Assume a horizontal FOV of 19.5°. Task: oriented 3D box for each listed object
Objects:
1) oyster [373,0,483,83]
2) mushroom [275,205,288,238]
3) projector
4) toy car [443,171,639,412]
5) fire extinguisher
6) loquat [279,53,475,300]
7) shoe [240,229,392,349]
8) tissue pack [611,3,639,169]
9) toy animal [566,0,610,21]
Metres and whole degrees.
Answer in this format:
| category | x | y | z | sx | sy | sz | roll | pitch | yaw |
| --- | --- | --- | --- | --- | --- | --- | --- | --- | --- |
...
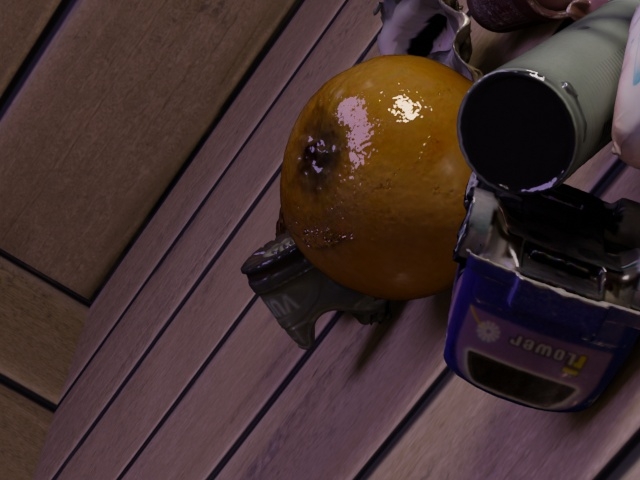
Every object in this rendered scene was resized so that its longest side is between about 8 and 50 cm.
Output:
| category | x | y | z | sx | sy | sz | roll | pitch | yaw |
| --- | --- | --- | --- | --- | --- | --- | --- | --- | --- |
| oyster | 0.136 | -0.237 | 2.441 | 0.351 | 0.114 | 0.238 | 127 | 146 | -77 |
| mushroom | 0.030 | -0.037 | 2.341 | 0.253 | 0.153 | 0.253 | -64 | 4 | 8 |
| projector | 0.227 | -0.132 | 1.601 | 0.108 | 0.108 | 0.337 | -51 | -9 | 31 |
| toy car | 0.182 | 0.035 | 1.554 | 0.235 | 0.172 | 0.158 | -75 | 5 | -64 |
| fire extinguisher | 0.241 | -0.308 | 2.257 | 0.105 | 0.105 | 0.269 | -60 | 12 | -5 |
| loquat | 0.078 | -0.064 | 1.964 | 0.263 | 0.263 | 0.263 | -54 | 13 | 19 |
| shoe | 0.064 | 0.021 | 2.162 | 0.293 | 0.149 | 0.109 | -27 | 17 | -4 |
| tissue pack | 0.355 | -0.179 | 1.450 | 0.271 | 0.124 | 0.201 | -45 | 19 | 44 |
| toy animal | 0.320 | -0.253 | 1.868 | 0.150 | 0.083 | 0.089 | -41 | 35 | 1 |
